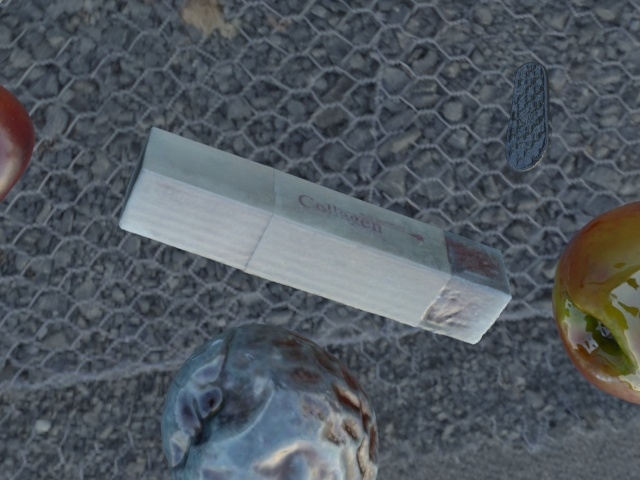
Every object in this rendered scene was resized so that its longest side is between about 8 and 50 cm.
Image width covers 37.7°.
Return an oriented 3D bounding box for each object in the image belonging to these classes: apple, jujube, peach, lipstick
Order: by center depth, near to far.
[{"bbox_3d":[0.000,0.000,0.897,0.372,0.076,0.079,19,128,-16],"label":"lipstick"},{"bbox_3d":[-0.047,0.244,1.106,0.246,0.215,0.308,-54,141,-7],"label":"jujube"},{"bbox_3d":[0.506,0.083,1.357,0.332,0.308,0.307,-24,115,-18],"label":"peach"},{"bbox_3d":[-0.545,-0.148,1.419,0.201,0.218,0.218,28,104,-18],"label":"apple"}]

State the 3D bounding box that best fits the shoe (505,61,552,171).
[{"bbox_3d":[0.345,-0.196,1.518,0.049,0.071,0.179,14,79,-54],"label":"shoe"}]
